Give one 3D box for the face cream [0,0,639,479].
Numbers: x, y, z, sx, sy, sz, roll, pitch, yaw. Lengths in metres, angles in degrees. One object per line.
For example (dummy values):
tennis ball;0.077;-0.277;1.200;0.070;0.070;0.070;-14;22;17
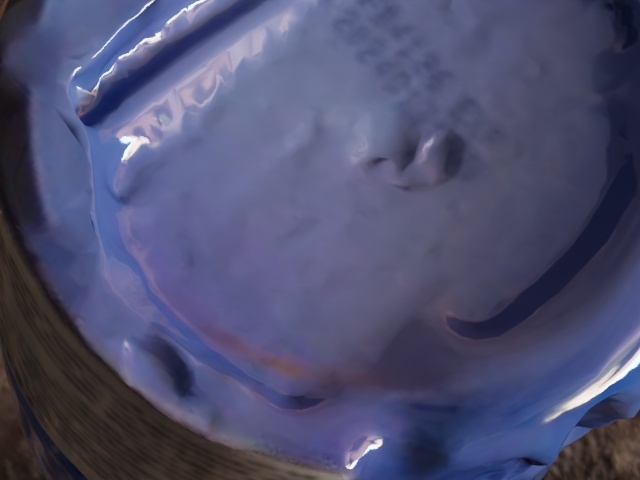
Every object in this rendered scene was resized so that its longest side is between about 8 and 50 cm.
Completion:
face cream;0.000;0.000;0.499;0.249;0.225;0.249;4;-113;-9
